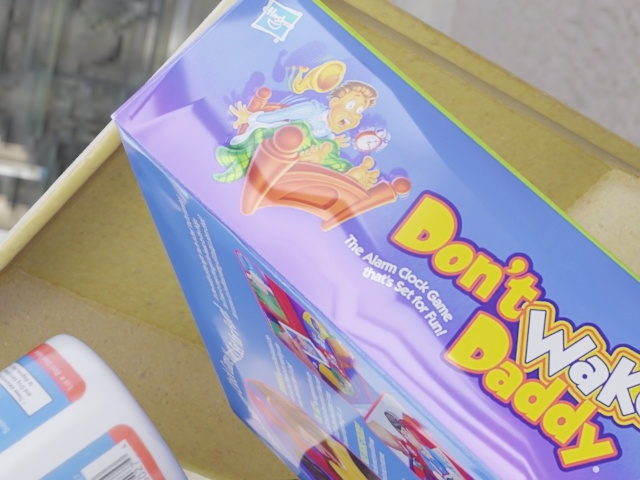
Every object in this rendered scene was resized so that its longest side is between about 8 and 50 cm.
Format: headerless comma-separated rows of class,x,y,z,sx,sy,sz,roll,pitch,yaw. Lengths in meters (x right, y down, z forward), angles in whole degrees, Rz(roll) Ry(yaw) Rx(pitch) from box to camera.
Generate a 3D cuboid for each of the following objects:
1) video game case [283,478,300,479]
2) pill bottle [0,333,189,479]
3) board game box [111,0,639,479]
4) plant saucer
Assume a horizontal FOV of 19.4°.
video game case,0.009,0.280,0.891,0.274,0.026,0.196,51,123,27
pill bottle,-0.178,0.154,0.904,0.221,0.124,0.124,-35,-11,-16
board game box,0.051,0.071,0.728,0.078,0.233,0.347,-43,-17,-12
plant saucer,0.000,0.000,1.025,0.333,0.333,0.081,-43,38,30
